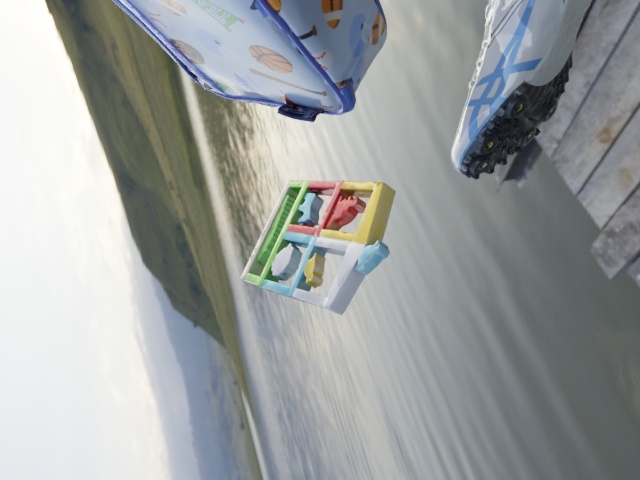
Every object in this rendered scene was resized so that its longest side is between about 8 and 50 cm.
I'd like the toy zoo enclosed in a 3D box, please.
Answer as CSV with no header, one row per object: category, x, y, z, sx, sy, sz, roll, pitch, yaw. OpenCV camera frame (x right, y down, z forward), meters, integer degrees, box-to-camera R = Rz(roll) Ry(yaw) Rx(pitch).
toy zoo,0.000,0.000,0.858,0.293,0.030,0.192,9,71,53

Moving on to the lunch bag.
lunch bag,-0.092,-0.222,0.492,0.243,0.115,0.303,18,166,33

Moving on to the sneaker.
sneaker,0.161,-0.164,0.463,0.086,0.085,0.237,34,109,37
